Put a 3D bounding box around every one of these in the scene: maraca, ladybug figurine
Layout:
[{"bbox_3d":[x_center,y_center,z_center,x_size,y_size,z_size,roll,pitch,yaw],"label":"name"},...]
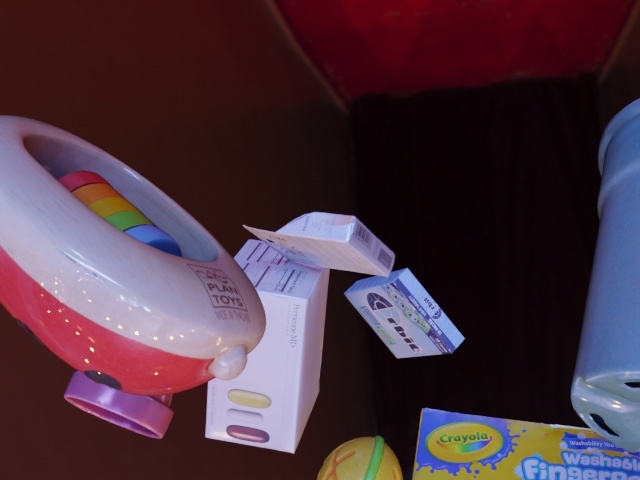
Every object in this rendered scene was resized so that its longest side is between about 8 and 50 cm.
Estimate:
[{"bbox_3d":[0.042,0.297,1.134,0.099,0.127,0.186,26,154,3],"label":"maraca"},{"bbox_3d":[-0.246,0.023,1.051,0.449,0.162,0.305,39,-166,33],"label":"ladybug figurine"}]

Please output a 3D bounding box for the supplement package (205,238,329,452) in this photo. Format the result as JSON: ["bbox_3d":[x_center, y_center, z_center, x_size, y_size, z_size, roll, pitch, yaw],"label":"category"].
[{"bbox_3d":[-0.078,0.160,1.498,0.145,0.262,0.204,8,-159,9],"label":"supplement package"}]

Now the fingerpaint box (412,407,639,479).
[{"bbox_3d":[0.337,0.450,1.307,0.444,0.371,0.163,4,141,10],"label":"fingerpaint box"}]

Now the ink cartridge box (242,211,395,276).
[{"bbox_3d":[0.000,0.000,1.378,0.179,0.045,0.145,11,164,32],"label":"ink cartridge box"}]

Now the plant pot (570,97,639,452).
[{"bbox_3d":[0.436,0.060,1.044,0.341,0.334,0.341,20,154,10],"label":"plant pot"}]

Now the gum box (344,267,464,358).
[{"bbox_3d":[0.139,0.128,1.632,0.041,0.157,0.184,-43,-171,-24],"label":"gum box"}]

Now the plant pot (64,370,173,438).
[{"bbox_3d":[-0.351,0.249,1.785,0.201,0.180,0.201,19,160,7],"label":"plant pot"}]
